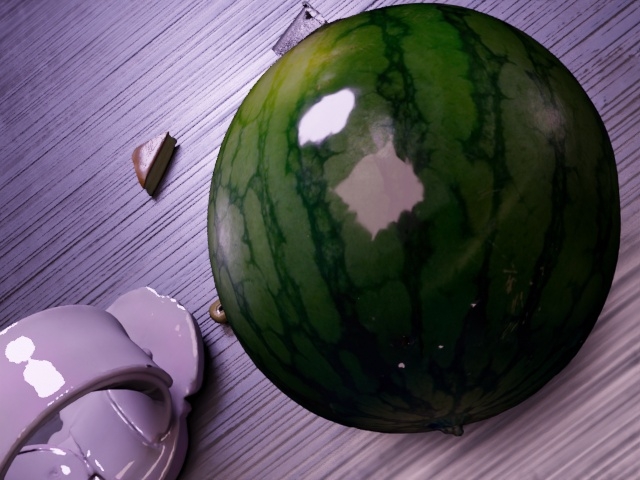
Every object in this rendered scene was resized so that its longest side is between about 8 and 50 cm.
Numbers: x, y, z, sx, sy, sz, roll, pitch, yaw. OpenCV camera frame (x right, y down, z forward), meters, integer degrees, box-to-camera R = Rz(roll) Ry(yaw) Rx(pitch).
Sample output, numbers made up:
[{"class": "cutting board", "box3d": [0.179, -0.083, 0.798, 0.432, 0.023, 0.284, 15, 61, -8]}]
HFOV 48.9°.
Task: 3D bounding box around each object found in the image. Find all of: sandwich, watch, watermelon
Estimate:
[{"class": "sandwich", "box3d": [-0.220, -0.102, 0.903, 0.044, 0.031, 0.083, 15, 73, 21]}, {"class": "watch", "box3d": [-0.243, 0.150, 0.697, 0.196, 0.231, 0.244, 34, 87, 31]}, {"class": "watermelon", "box3d": [0.073, -0.018, 0.589, 0.363, 0.363, 0.363, -8, 67, 18]}]

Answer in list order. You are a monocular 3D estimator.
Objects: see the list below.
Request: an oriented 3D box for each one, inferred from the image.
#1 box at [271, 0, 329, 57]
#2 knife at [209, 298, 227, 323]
[{"class": "box", "box3d": [0.005, -0.209, 0.815, 0.069, 0.122, 0.084, -45, 59, 12]}, {"class": "knife", "box3d": [0.001, 0.001, 0.786, 0.298, 0.017, 0.047, -39, 63, -2]}]
